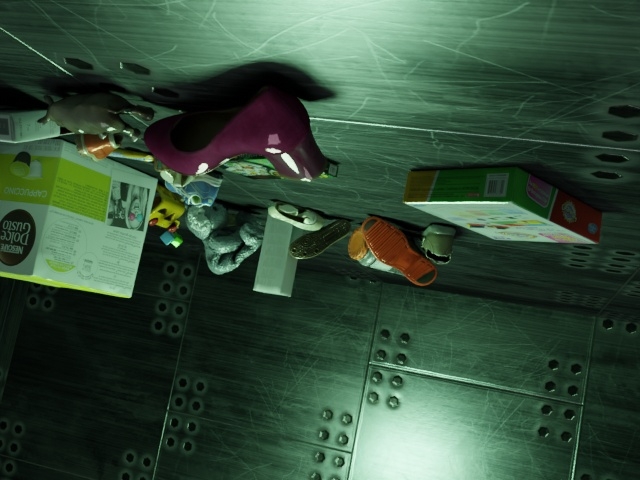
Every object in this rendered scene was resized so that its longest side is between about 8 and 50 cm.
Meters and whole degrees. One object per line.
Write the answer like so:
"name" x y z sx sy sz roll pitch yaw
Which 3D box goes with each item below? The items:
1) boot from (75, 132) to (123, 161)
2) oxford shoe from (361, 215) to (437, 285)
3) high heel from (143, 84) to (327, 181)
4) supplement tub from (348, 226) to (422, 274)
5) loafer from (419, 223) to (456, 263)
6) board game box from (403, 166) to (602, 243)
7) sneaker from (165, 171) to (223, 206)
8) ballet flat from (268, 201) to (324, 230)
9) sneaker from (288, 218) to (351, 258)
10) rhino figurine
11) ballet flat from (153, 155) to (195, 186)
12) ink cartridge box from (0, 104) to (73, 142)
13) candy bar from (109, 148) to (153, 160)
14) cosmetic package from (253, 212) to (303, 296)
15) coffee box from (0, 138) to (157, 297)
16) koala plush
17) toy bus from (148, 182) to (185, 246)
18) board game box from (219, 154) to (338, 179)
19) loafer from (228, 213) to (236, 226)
"boot" -0.446 -0.201 1.607 0.085 0.059 0.158 -13 -174 0
"oxford shoe" 0.200 0.018 2.076 0.271 0.097 0.098 43 -166 -28
"high heel" -0.169 -0.194 1.210 0.377 0.127 0.181 8 149 32
"supplement tub" 0.182 0.027 2.184 0.190 0.116 0.117 15 171 -25
"loafer" 0.304 0.018 2.047 0.094 0.087 0.251 10 172 8
"board game box" 0.351 -0.062 1.473 0.317 0.064 0.242 18 170 -43
"sneaker" -0.321 -0.127 1.886 0.080 0.081 0.211 15 173 -38
"ballet flat" -0.059 -0.066 2.081 0.168 0.057 0.052 13 160 -22
"sneaker" 0.000 0.000 2.158 0.188 0.066 0.071 -24 180 -4
"rhino figurine" -0.412 -0.220 1.351 0.243 0.073 0.106 7 176 37
"ballet flat" -0.324 -0.156 1.717 0.073 0.067 0.206 8 172 15
"ink cartridge box" -0.637 -0.245 1.553 0.275 0.060 0.239 7 -163 21
"candy bar" -0.454 -0.199 1.778 0.162 0.018 0.040 8 172 13
"cosmetic package" -0.115 0.034 2.189 0.099 0.238 0.060 7 172 32
"coffee box" -0.683 -0.055 1.970 0.338 0.334 0.338 6 171 30
"koala plush" -0.308 -0.033 2.255 0.221 0.203 0.196 43 -175 -20
"toy bus" -0.437 -0.098 2.186 0.191 0.104 0.202 46 -169 -24
"board game box" -0.102 -0.155 1.566 0.260 0.030 0.136 4 167 45
"loafer" -0.253 -0.053 2.468 0.148 0.056 0.050 18 177 27
